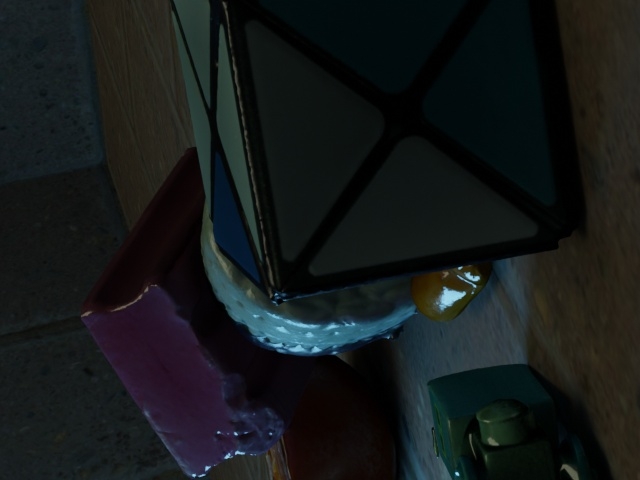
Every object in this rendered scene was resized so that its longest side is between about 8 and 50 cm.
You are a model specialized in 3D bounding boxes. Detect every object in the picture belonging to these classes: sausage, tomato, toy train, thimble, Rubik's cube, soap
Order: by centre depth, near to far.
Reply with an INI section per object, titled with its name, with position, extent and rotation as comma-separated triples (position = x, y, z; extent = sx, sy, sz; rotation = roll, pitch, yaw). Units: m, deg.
[Rubik's cube]
position = 0.034, -0.107, 1.451
extent = 0.250, 0.248, 0.246
rotation = -144, 42, -74
[toy train]
position = 0.166, 0.258, 1.551
extent = 0.194, 0.120, 0.298
rotation = -117, 17, -75
[sausage]
position = 0.118, 0.029, 1.671
extent = 0.062, 0.054, 0.183
rotation = 43, 159, 7
[thimble]
position = 0.000, 0.000, 1.810
extent = 0.150, 0.237, 0.237
rotation = 115, 141, -74
[soap]
position = -0.095, 0.054, 1.996
extent = 0.233, 0.128, 0.359
rotation = 58, -151, -20
[tomato]
position = 0.012, 0.258, 2.195
extent = 0.338, 0.143, 0.338
rotation = 171, 90, -81
